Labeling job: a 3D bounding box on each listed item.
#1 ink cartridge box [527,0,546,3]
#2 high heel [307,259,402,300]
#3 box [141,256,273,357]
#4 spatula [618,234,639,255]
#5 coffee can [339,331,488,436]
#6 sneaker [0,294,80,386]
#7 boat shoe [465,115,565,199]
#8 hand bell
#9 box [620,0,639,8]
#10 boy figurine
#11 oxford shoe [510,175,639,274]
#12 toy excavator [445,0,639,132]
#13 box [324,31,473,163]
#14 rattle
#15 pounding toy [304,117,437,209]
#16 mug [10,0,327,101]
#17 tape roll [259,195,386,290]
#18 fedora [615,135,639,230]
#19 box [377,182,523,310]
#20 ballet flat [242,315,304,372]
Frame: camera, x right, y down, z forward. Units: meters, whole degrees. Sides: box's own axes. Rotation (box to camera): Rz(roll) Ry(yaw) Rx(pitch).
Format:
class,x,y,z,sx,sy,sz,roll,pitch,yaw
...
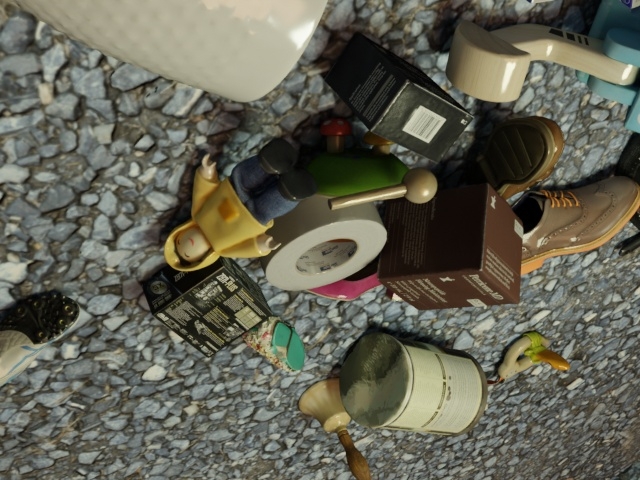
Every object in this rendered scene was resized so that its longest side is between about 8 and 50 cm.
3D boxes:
class,x,y,z,sx,sy,sz,roll,pitch,yaw
ink cartridge box,0.309,-0.450,1.075,0.046,0.097,0.207,-15,137,-18
high heel,0.080,0.053,1.473,0.244,0.082,0.117,4,100,-18
box,-0.194,0.103,1.336,0.147,0.077,0.180,-35,139,4
spatula,0.842,-0.034,1.858,0.297,0.030,0.084,-26,141,-7
coffee can,0.208,0.322,1.700,0.275,0.201,0.201,18,120,-41
sneaker,-0.485,0.167,1.235,0.237,0.085,0.086,-35,165,-1
boat shoe,0.350,-0.147,1.331,0.105,0.110,0.307,-18,174,-13
hand bell,0.053,0.432,1.686,0.126,0.242,0.126,-16,136,-16
box,0.451,-0.438,1.141,0.072,0.137,0.126,-26,139,-5
boy figurine,-0.140,-0.046,1.173,0.285,0.177,0.092,-32,-178,34
oxford shoe,0.489,-0.049,1.563,0.364,0.130,0.132,-28,133,-4
toy excavator,0.467,-0.300,1.249,0.433,0.446,0.222,-53,158,-45
box,0.116,-0.212,1.148,0.156,0.158,0.093,18,117,-41
rattle,0.527,0.342,1.966,0.199,0.143,0.130,-52,154,14
pounding toy,0.066,-0.128,1.185,0.183,0.237,0.110,-4,106,-14
mug,-0.170,-0.366,0.776,0.328,0.276,0.373,14,92,-31
tape roll,0.000,0.000,1.314,0.219,0.072,0.219,-17,153,-9
fedora,0.787,-0.132,1.607,0.152,0.334,0.334,-50,150,-34
box,0.234,0.017,1.379,0.203,0.166,0.168,-7,152,35
ballet flat,-0.091,0.194,1.488,0.077,0.091,0.241,7,157,16
